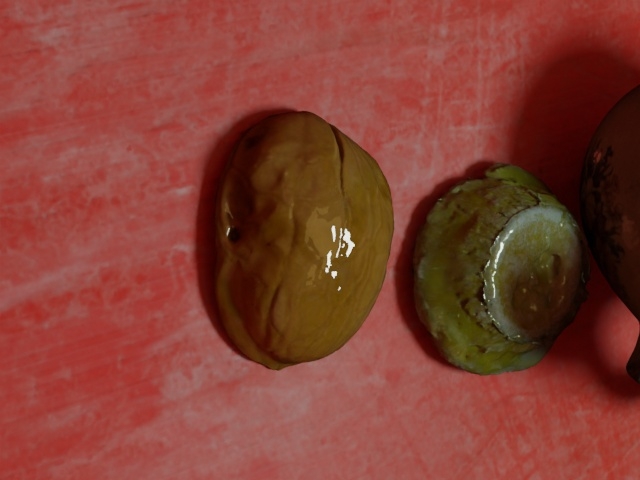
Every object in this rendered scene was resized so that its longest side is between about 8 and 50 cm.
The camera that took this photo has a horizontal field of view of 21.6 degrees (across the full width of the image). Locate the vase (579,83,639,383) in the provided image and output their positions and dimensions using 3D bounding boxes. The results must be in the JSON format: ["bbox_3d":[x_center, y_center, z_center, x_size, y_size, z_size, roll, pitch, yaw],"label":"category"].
[{"bbox_3d":[0.351,0.034,1.495,0.329,0.241,0.302,88,4,-55],"label":"vase"}]

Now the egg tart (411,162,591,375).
[{"bbox_3d":[0.167,0.032,1.462,0.197,0.078,0.197,-3,96,-35],"label":"egg tart"}]

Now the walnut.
[{"bbox_3d":[0.001,0.002,1.329,0.167,0.087,0.211,5,89,-41],"label":"walnut"}]
